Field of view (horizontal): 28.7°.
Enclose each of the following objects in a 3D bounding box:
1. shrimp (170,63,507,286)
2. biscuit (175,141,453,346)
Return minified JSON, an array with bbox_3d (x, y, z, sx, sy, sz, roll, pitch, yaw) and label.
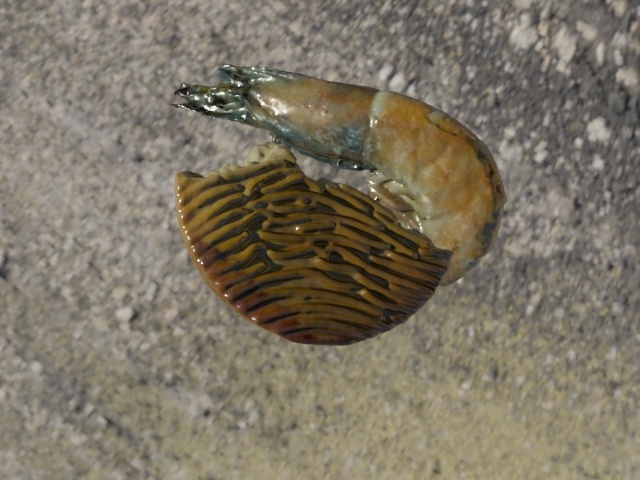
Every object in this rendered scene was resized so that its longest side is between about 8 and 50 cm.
[{"bbox_3d":[0.008,-0.082,1.544,0.445,0.085,0.272,24,119,11],"label":"shrimp"},{"bbox_3d":[0.000,0.000,1.021,0.031,0.228,0.176,152,110,-70],"label":"biscuit"}]
